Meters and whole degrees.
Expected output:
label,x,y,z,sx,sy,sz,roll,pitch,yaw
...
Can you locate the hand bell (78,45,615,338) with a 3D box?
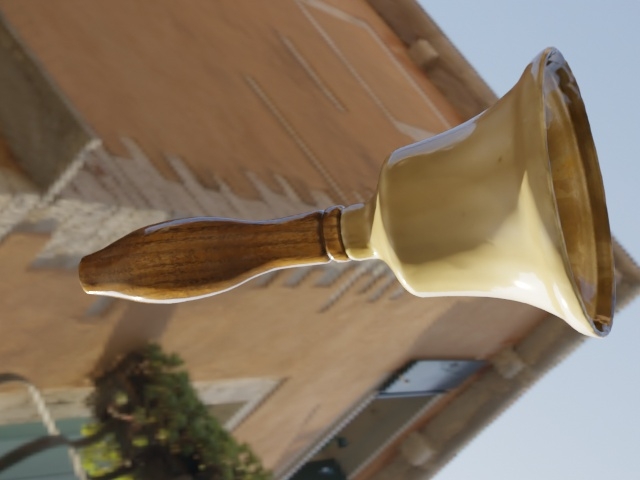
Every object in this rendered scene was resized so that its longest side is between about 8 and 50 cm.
label,x,y,z,sx,sy,sz,roll,pitch,yaw
hand bell,0.000,0.000,0.657,0.242,0.126,0.126,-11,-99,19
